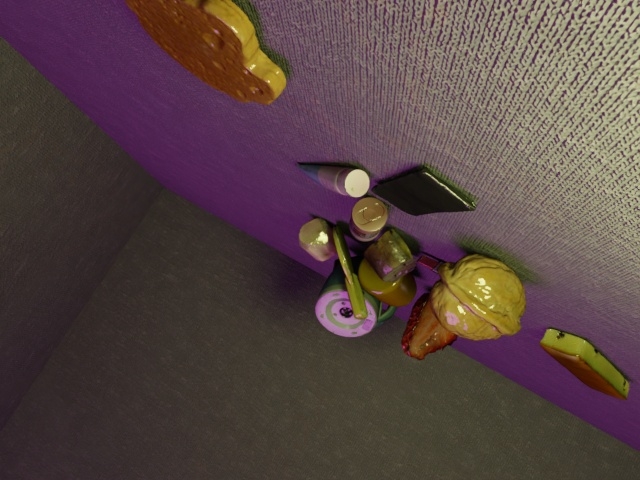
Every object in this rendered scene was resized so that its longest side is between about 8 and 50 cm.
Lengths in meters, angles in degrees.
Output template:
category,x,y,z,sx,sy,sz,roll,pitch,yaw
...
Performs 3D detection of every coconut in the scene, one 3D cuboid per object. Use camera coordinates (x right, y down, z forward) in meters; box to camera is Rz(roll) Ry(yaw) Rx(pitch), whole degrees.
category,x,y,z,sx,sy,sz,roll,pitch,yaw
coconut,0.000,0.000,2.024,0.147,0.147,0.152,22,164,41

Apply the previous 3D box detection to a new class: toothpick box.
category,x,y,z,sx,sy,sz,roll,pitch,yaw
toothpick box,0.133,-0.058,1.469,0.098,0.098,0.149,30,171,5
toothpick box,0.262,0.152,1.923,0.175,0.175,0.271,24,171,32

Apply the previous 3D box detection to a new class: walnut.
category,x,y,z,sx,sy,sz,roll,pitch,yaw
walnut,0.403,0.149,1.333,0.257,0.224,0.257,34,-161,-14

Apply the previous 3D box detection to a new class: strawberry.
category,x,y,z,sx,sy,sz,roll,pitch,yaw
strawberry,0.444,0.351,2.114,0.253,0.280,0.150,26,176,-30

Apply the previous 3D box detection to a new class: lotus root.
category,x,y,z,sx,sy,sz,roll,pitch,yaw
lotus root,0.223,0.056,1.655,0.119,0.138,0.235,59,-175,18

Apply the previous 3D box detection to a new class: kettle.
category,x,y,z,sx,sy,sz,roll,pitch,yaw
kettle,0.171,0.215,2.133,0.320,0.342,0.247,30,126,-3

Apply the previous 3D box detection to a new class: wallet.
category,x,y,z,sx,sy,sz,roll,pitch,yaw
wallet,0.226,-0.103,1.184,0.146,0.030,0.285,30,171,-13

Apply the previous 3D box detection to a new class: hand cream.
category,x,y,z,sx,sy,sz,roll,pitch,yaw
hand cream,0.031,-0.167,1.389,0.111,0.070,0.312,34,177,-27

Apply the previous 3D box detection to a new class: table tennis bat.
category,x,y,z,sx,sy,sz,roll,pitch,yaw
table tennis bat,0.104,0.114,1.885,0.054,0.368,0.224,-18,159,9

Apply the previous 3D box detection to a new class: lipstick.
category,x,y,z,sx,sy,sz,roll,pitch,yaw
lipstick,0.444,0.122,1.602,0.312,0.051,0.051,29,171,18

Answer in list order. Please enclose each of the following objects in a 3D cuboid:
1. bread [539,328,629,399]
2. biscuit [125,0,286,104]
category,x,y,z,sx,sy,sz,roll,pitch,yaw
bread,0.869,0.407,1.683,0.361,0.077,0.138,36,167,-30
biscuit,-0.210,-0.381,0.999,0.351,0.057,0.312,22,167,47
